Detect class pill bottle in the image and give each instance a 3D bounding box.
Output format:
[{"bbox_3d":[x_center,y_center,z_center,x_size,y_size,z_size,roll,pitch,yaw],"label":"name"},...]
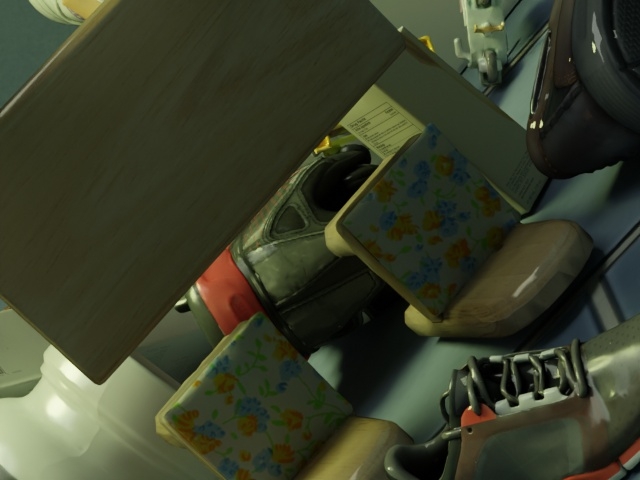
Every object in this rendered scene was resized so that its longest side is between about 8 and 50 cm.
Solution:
[{"bbox_3d":[-0.169,0.190,1.018,0.278,0.162,0.162,-53,15,-4],"label":"pill bottle"}]

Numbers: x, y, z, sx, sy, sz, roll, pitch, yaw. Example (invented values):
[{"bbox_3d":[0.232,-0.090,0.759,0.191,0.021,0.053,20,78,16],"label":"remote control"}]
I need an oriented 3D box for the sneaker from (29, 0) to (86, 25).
[{"bbox_3d":[-0.087,-0.269,1.232,0.305,0.114,0.152,-57,21,2],"label":"sneaker"}]

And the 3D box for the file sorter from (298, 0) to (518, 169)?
[{"bbox_3d":[0.001,-0.174,1.287,0.277,0.193,0.173,-51,13,4],"label":"file sorter"}]

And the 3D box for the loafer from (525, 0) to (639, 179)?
[{"bbox_3d":[0.164,-0.156,0.939,0.095,0.109,0.302,-42,21,48],"label":"loafer"}]

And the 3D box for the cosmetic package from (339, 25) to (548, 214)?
[{"bbox_3d":[0.065,-0.058,0.975,0.041,0.115,0.060,-58,16,-26],"label":"cosmetic package"}]

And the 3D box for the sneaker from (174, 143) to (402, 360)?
[{"bbox_3d":[0.000,0.000,1.081,0.135,0.097,0.276,-32,9,11],"label":"sneaker"}]

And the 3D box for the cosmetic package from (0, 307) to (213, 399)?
[{"bbox_3d":[-0.164,0.085,1.155,0.239,0.060,0.099,-13,-39,-51],"label":"cosmetic package"}]

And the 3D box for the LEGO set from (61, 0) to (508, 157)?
[{"bbox_3d":[-0.022,-0.110,1.172,0.107,0.287,0.132,84,-172,-80],"label":"LEGO set"}]

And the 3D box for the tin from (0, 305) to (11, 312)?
[{"bbox_3d":[-0.374,0.151,1.945,0.189,0.040,0.106,-56,11,-14],"label":"tin"}]

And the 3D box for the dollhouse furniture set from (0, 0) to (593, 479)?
[{"bbox_3d":[-0.117,0.009,0.777,0.394,0.362,0.256,-49,10,-13],"label":"dollhouse furniture set"}]

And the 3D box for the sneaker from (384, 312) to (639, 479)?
[{"bbox_3d":[0.084,0.070,0.726,0.158,0.065,0.061,-44,17,30],"label":"sneaker"}]
